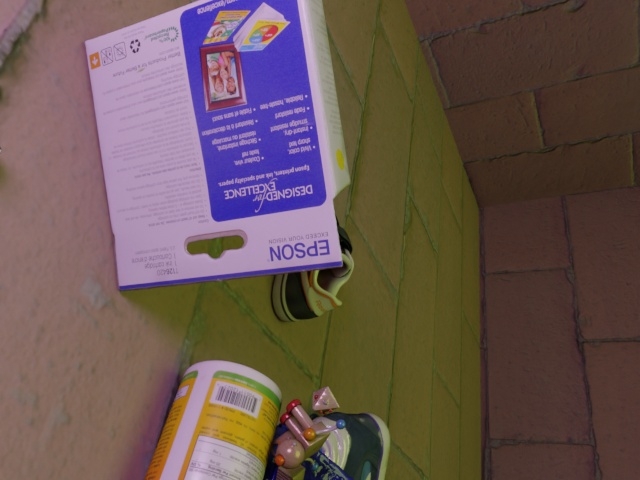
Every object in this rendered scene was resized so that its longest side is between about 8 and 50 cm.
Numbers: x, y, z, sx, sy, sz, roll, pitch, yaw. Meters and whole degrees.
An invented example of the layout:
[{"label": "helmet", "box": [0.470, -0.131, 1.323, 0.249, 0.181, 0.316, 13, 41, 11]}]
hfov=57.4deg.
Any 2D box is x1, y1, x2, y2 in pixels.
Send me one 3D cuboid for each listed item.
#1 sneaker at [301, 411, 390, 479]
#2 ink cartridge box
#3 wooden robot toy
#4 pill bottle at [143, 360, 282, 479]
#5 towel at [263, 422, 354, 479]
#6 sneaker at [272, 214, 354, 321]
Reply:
[{"label": "sneaker", "box": [0.007, 0.465, 1.023, 0.236, 0.130, 0.322, 9, 88, -46]}, {"label": "ink cartridge box", "box": [-0.121, -0.109, 0.665, 0.072, 0.304, 0.307, -16, 98, -65]}, {"label": "wooden robot toy", "box": [-0.038, 0.260, 0.740, 0.079, 0.076, 0.173, -21, 143, -50]}, {"label": "pill bottle", "box": [-0.138, 0.284, 0.706, 0.136, 0.136, 0.245, 59, 33, -40]}, {"label": "towel", "box": [-0.057, 0.430, 0.796, 0.228, 0.076, 0.308, 43, 48, -19]}, {"label": "sneaker", "box": [0.000, 0.000, 1.109, 0.126, 0.128, 0.321, 46, 42, -50]}]
